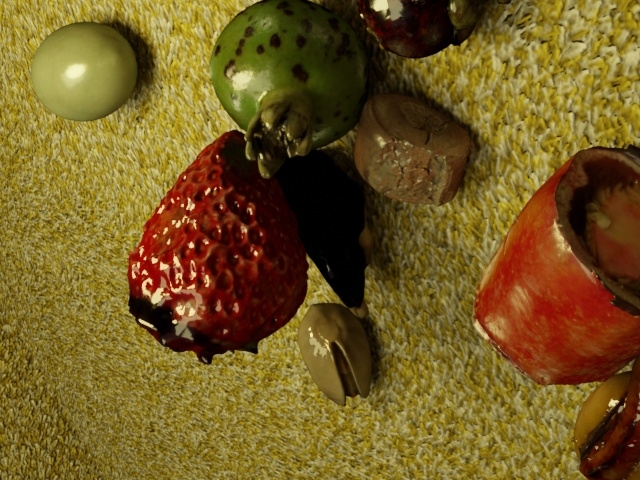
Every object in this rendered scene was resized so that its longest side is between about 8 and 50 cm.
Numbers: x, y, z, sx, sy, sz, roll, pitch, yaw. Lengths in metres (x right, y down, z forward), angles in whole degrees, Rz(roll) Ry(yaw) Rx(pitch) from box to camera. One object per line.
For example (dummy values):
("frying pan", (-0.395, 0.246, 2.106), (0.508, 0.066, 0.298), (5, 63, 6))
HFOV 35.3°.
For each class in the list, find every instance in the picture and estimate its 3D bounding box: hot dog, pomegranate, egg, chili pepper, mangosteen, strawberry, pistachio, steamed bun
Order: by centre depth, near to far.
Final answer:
("mangosteen", (0.135, -0.331, 1.326), (0.184, 0.172, 0.172), (-38, 88, 35))
("chili pepper", (0.357, 0.053, 1.349), (0.251, 0.229, 0.305), (41, 151, 13))
("hot dog", (0.446, 0.264, 1.471), (0.194, 0.107, 0.326), (25, 133, 34))
("pomegranate", (-0.063, -0.230, 1.479), (0.242, 0.306, 0.242), (13, 121, 23))
("steamed bun", (0.131, -0.126, 1.502), (0.175, 0.106, 0.145), (25, 138, 9))
("strawberry", (-0.134, 0.022, 1.536), (0.292, 0.310, 0.292), (39, -177, -3))
("pistachio", (0.032, 0.211, 1.869), (0.152, 0.126, 0.223), (-123, 11, -64))
("egg", (-0.451, -0.322, 1.927), (0.253, 0.186, 0.186), (-3, 115, 51))

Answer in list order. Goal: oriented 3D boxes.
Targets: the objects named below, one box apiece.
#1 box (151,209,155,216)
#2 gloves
("box", (-0.184, -0.051, 1.873), (0.237, 0.152, 0.070), (7, 121, 44))
("gloves", (-0.001, -0.004, 1.681), (0.301, 0.197, 0.152), (60, 169, -13))
